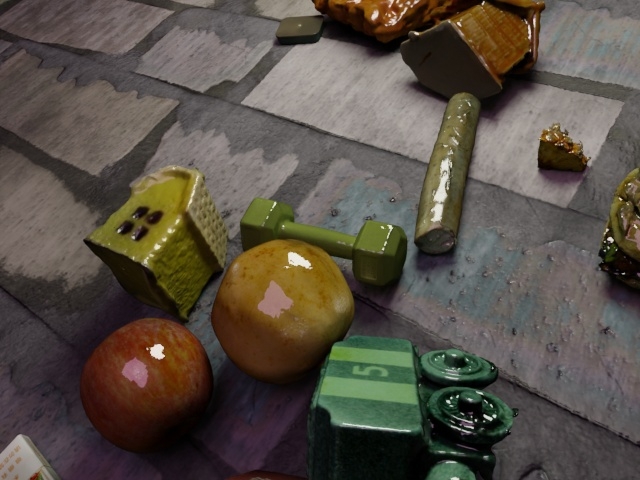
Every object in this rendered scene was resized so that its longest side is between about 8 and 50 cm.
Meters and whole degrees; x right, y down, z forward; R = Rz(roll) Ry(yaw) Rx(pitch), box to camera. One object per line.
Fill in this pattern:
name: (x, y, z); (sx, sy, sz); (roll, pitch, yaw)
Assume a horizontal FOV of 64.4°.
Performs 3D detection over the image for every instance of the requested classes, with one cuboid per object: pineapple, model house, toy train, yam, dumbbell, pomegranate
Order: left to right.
model house: (-0.265, -0.004, 0.935); (0.174, 0.193, 0.234); (23, 61, 29)
pomegranate: (-0.060, 0.105, 0.782); (0.233, 0.233, 0.233); (-8, 53, 11)
dumbbell: (0.000, 0.000, 0.905); (0.302, 0.121, 0.108); (14, 31, 24)
toy train: (0.105, 0.229, 0.619); (0.238, 0.299, 0.167); (4, 99, 8)
yam: (0.243, -0.142, 0.960); (0.083, 0.083, 0.372); (6, 57, 20)
model house: (0.335, -0.425, 1.090); (0.229, 0.220, 0.199); (-37, 12, -18)
pineapple: (0.439, -0.175, 0.945); (0.114, 0.077, 0.114); (27, 48, -8)

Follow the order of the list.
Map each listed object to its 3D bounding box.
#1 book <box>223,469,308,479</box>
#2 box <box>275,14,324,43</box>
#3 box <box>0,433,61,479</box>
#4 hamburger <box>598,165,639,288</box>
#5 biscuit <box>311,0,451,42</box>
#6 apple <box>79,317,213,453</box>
book: (0.038, 0.327, 0.568); (0.373, 0.262, 0.028); (5, 78, 19)
box: (-0.053, -0.573, 1.384); (0.126, 0.031, 0.091); (3, 56, 18)
box: (-0.453, 0.417, 0.781); (0.220, 0.032, 0.122); (28, 67, 30)
hamburger: (0.534, -0.011, 0.767); (0.183, 0.130, 0.206); (17, 80, 28)
biscuit: (0.175, -0.644, 1.317); (0.318, 0.110, 0.312); (-38, 53, -15)
apple: (-0.258, 0.220, 0.772); (0.188, 0.188, 0.174); (-38, 65, -12)
